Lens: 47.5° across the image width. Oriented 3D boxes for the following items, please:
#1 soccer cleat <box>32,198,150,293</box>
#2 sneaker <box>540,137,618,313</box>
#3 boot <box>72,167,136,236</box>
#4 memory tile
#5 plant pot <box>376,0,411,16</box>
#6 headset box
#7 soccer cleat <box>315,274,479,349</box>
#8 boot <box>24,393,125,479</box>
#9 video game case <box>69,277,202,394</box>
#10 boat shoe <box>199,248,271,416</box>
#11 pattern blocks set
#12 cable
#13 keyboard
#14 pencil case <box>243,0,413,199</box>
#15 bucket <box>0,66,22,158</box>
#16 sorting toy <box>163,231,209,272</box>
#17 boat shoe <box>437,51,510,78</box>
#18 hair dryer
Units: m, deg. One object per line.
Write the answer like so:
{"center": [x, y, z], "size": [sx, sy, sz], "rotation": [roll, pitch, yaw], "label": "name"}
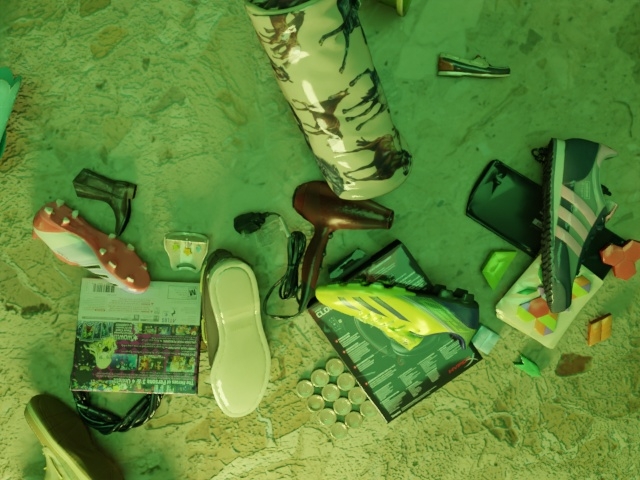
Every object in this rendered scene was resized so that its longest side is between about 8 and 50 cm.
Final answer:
{"center": [-0.426, 0.025, 1.351], "size": [0.248, 0.083, 0.095], "rotation": [37, 124, -2], "label": "soccer cleat"}
{"center": [0.468, -0.024, 1.308], "size": [0.131, 0.112, 0.319], "rotation": [2, 94, 7], "label": "sneaker"}
{"center": [-0.411, -0.072, 1.360], "size": [0.114, 0.037, 0.106], "rotation": [15, 88, -5], "label": "boot"}
{"center": [0.032, 0.312, 1.437], "size": [0.113, 0.012, 0.148], "rotation": [-38, 98, 3], "label": "memory tile"}
{"center": [0.046, -0.540, 1.222], "size": [0.253, 0.276, 0.276], "rotation": [13, 97, 9], "label": "plant pot"}
{"center": [0.126, 0.153, 1.365], "size": [0.218, 0.110, 0.293], "rotation": [-36, 93, 3], "label": "headset box"}
{"center": [0.132, 0.129, 1.261], "size": [0.289, 0.093, 0.121], "rotation": [8, 96, -2], "label": "soccer cleat"}
{"center": [-0.515, 0.446, 1.391], "size": [0.203, 0.095, 0.262], "rotation": [-43, 86, 17], "label": "boot"}
{"center": [-0.338, 0.179, 1.363], "size": [0.232, 0.042, 0.210], "rotation": [2, 78, -3], "label": "video game case"}
{"center": [-0.166, 0.174, 1.365], "size": [0.116, 0.097, 0.324], "rotation": [-12, 113, -20], "label": "boat shoe"}
{"center": [0.443, 0.107, 1.402], "size": [0.285, 0.026, 0.325], "rotation": [22, 102, -3], "label": "pattern blocks set"}
{"center": [-0.385, 0.299, 1.403], "size": [0.184, 0.047, 0.151], "rotation": [-10, 98, -1], "label": "cable"}
{"center": [0.451, -0.059, 1.395], "size": [0.317, 0.033, 0.201], "rotation": [31, 101, -6], "label": "keyboard"}
{"center": [0.033, -0.257, 1.212], "size": [0.183, 0.160, 0.410], "rotation": [-31, 128, -6], "label": "pencil case"}
{"center": [-0.658, -0.226, 1.220], "size": [0.281, 0.281, 0.183], "rotation": [18, 104, -4], "label": "bucket"}
{"center": [-0.253, 0.025, 1.377], "size": [0.083, 0.045, 0.075], "rotation": [6, 104, -3], "label": "sorting toy"}
{"center": [0.285, -0.323, 1.348], "size": [0.137, 0.049, 0.043], "rotation": [4, 95, 2], "label": "boat shoe"}
{"center": [0.000, 0.000, 1.343], "size": [0.293, 0.080, 0.224], "rotation": [-26, 79, 13], "label": "hair dryer"}
